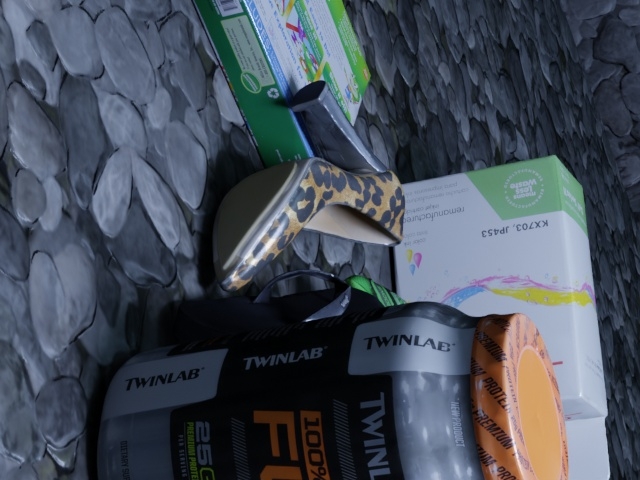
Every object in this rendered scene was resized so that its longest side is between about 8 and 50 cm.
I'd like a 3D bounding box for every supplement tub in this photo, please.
[{"bbox_3d":[0.011,0.152,1.311,0.193,0.316,0.193,-12,90,-69],"label":"supplement tub"}]

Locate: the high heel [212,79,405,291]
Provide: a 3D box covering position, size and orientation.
[{"bbox_3d":[0.000,0.000,1.618,0.186,0.093,0.261,56,43,-29],"label":"high heel"}]

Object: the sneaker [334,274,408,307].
[{"bbox_3d":[0.013,0.178,1.619,0.146,0.134,0.343,39,41,-20],"label":"sneaker"}]

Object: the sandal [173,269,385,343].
[{"bbox_3d":[-0.019,0.061,1.516,0.254,0.097,0.054,-5,115,-56],"label":"sandal"}]

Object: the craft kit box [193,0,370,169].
[{"bbox_3d":[-0.033,-0.203,1.753,0.246,0.061,0.250,-67,141,-52],"label":"craft kit box"}]

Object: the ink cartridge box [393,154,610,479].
[{"bbox_3d":[0.199,0.102,1.978,0.119,0.207,0.353,38,44,-62],"label":"ink cartridge box"}]
